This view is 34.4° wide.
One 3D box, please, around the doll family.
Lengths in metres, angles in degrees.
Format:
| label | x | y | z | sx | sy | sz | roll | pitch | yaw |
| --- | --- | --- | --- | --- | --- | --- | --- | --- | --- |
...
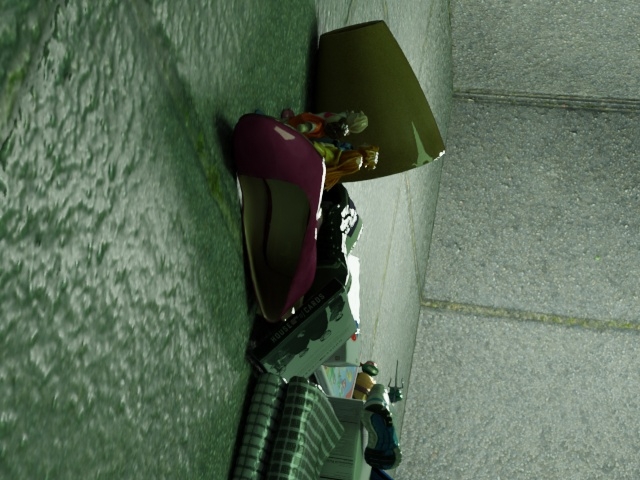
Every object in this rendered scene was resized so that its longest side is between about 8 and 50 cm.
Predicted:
| label | x | y | z | sx | sy | sz | roll | pitch | yaw |
| --- | --- | --- | --- | --- | --- | --- | --- | --- | --- |
| doll family | 0.003 | -0.142 | 1.600 | 0.263 | 0.163 | 0.118 | -37 | 131 | -74 |

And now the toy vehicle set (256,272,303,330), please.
| label | x | y | z | sx | sy | sz | roll | pitch | yaw |
| --- | --- | --- | --- | --- | --- | --- | --- | --- | --- |
| toy vehicle set | -0.050 | 0.015 | 1.732 | 0.166 | 0.035 | 0.267 | 62 | 36 | -69 |

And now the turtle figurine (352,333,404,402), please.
| label | x | y | z | sx | sy | sz | roll | pitch | yaw |
| --- | --- | --- | --- | --- | --- | --- | --- | --- | --- |
| turtle figurine | 0.097 | 0.339 | 2.336 | 0.118 | 0.175 | 0.234 | 110 | 3 | -57 |

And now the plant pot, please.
| label | x | y | z | sx | sy | sz | roll | pitch | yaw |
| --- | --- | --- | --- | --- | --- | --- | --- | --- | --- |
| plant pot | 0.082 | -0.258 | 1.864 | 0.237 | 0.237 | 0.254 | -55 | 133 | -67 |

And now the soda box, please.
| label | x | y | z | sx | sy | sz | roll | pitch | yaw |
| --- | --- | --- | --- | --- | --- | --- | --- | --- | --- |
| soda box | 0.033 | 0.136 | 2.009 | 0.074 | 0.069 | 0.216 | 28 | 59 | -63 |

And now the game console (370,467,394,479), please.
| label | x | y | z | sx | sy | sz | roll | pitch | yaw |
| --- | --- | --- | --- | --- | --- | --- | --- | --- | --- |
| game console | 0.075 | 0.539 | 2.128 | 0.173 | 0.293 | 0.250 | 17 | 102 | -42 |

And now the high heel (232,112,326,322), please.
| label | x | y | z | sx | sy | sz | roll | pitch | yaw |
| --- | --- | --- | --- | --- | --- | --- | --- | --- | --- |
| high heel | -0.064 | -0.024 | 1.461 | 0.377 | 0.127 | 0.181 | 64 | 40 | -60 |

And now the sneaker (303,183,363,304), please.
| label | x | y | z | sx | sy | sz | roll | pitch | yaw |
| --- | --- | --- | --- | --- | --- | --- | --- | --- | --- |
| sneaker | 0.000 | 0.000 | 1.872 | 0.283 | 0.107 | 0.124 | -77 | 154 | -50 |

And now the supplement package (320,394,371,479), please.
| label | x | y | z | sx | sy | sz | roll | pitch | yaw |
| --- | --- | --- | --- | --- | --- | --- | --- | --- | --- |
| supplement package | 0.014 | 0.393 | 1.934 | 0.194 | 0.149 | 0.203 | 40 | 56 | -74 |

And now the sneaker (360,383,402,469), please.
| label | x | y | z | sx | sy | sz | roll | pitch | yaw |
| --- | --- | --- | --- | --- | --- | --- | --- | --- | --- |
| sneaker | 0.115 | 0.337 | 1.872 | 0.083 | 0.071 | 0.191 | -77 | 165 | -51 |

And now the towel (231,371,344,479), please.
| label | x | y | z | sx | sy | sz | roll | pitch | yaw |
| --- | --- | --- | --- | --- | --- | --- | --- | --- | --- |
| towel | -0.051 | 0.365 | 1.692 | 0.284 | 0.121 | 0.235 | 70 | 29 | -64 |

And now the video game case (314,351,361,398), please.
| label | x | y | z | sx | sy | sz | roll | pitch | yaw |
| --- | --- | --- | --- | --- | --- | --- | --- | --- | --- |
| video game case | 0.030 | 0.228 | 2.148 | 0.285 | 0.025 | 0.204 | 73 | 25 | -44 |

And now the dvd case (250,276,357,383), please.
| label | x | y | z | sx | sy | sz | roll | pitch | yaw |
| --- | --- | --- | --- | --- | --- | --- | --- | --- | --- |
| dvd case | -0.020 | 0.166 | 1.706 | 0.179 | 0.029 | 0.239 | -42 | 159 | -10 |
